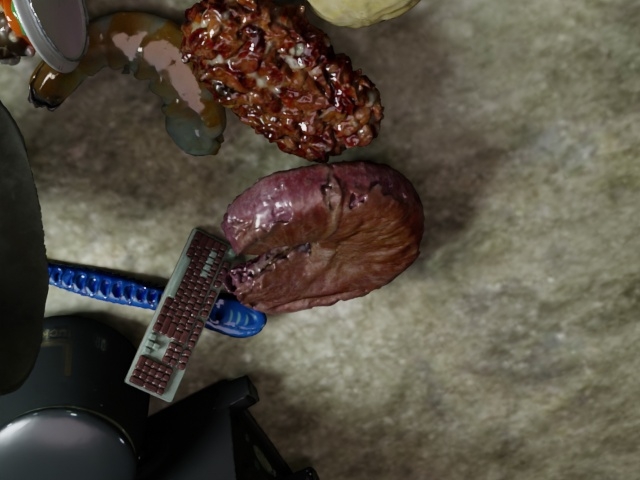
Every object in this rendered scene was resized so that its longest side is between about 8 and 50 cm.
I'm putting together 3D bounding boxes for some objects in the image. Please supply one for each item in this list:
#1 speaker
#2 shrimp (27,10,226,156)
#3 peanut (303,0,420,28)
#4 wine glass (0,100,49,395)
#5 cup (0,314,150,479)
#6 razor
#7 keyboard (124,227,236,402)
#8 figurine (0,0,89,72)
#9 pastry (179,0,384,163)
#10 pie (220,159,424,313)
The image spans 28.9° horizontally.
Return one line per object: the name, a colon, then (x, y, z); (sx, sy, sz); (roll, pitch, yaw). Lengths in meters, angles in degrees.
speaker: (-0.137, 0.307, 1.278); (0.254, 0.232, 0.184); (-28, 122, 9)
shrimp: (-0.174, -0.126, 1.125); (0.166, 0.049, 0.161); (-20, 119, 5)
peanut: (0.077, -0.273, 1.032); (0.110, 0.120, 0.236); (41, 112, -10)
wine glass: (-0.457, 0.020, 1.034); (0.406, 0.267, 0.267); (-8, 122, 11)
cup: (-0.278, 0.178, 1.214); (0.223, 0.176, 0.169); (2, 123, -11)
razor: (-0.207, 0.043, 1.220); (0.324, 0.056, 0.093); (15, 81, -22)
keyboard: (-0.133, 0.073, 1.211); (0.055, 0.017, 0.166); (29, 76, -23)
figurine: (-0.288, -0.189, 1.041); (0.153, 0.132, 0.132); (-13, 122, 13)
pastry: (-0.035, -0.148, 1.094); (0.208, 0.097, 0.115); (35, 97, -32)
pie: (0.000, 0.000, 1.173); (0.204, 0.054, 0.219); (-16, 149, 2)
